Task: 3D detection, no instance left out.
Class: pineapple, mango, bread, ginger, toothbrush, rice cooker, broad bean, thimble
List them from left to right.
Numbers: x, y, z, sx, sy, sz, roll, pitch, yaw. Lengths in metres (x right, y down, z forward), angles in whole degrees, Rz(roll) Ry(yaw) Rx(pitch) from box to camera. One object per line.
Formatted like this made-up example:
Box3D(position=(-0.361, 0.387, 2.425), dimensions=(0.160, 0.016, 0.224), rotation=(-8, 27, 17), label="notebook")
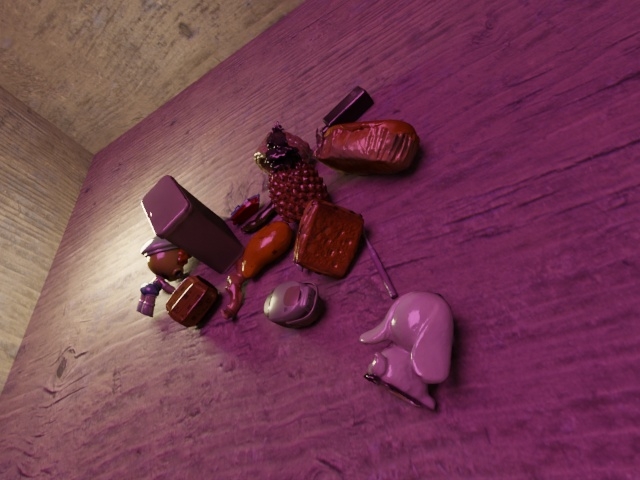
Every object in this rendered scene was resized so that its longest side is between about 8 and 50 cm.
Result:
Box3D(position=(-0.331, 0.183, 1.848), dimensions=(0.089, 0.075, 0.288), rotation=(4, 51, 10), label="ginger")
Box3D(position=(-0.215, 0.027, 1.840), dimensions=(0.262, 0.109, 0.157), rotation=(-45, 37, -2), label="mango")
Box3D(position=(-0.233, -0.104, 2.014), dimensions=(0.254, 0.046, 0.065), rotation=(-39, 42, 11), label="broad bean")
Box3D(position=(-0.157, -0.358, 2.035), dimensions=(0.229, 0.196, 0.148), rotation=(4, 60, 44), label="thimble")
Box3D(position=(-0.116, -0.254, 1.784), dimensions=(0.223, 0.357, 0.223), rotation=(-19, 24, 9), label="pineapple")
Box3D(position=(-0.086, 0.211, 1.575), dimensions=(0.206, 0.127, 0.145), rotation=(-11, 53, 31), label="rice cooker")
Box3D(position=(0.019, -0.005, 1.588), dimensions=(0.099, 0.210, 0.235), rotation=(19, 90, 68), label="bread")
Box3D(position=(0.164, -0.340, 1.739), dimensions=(0.389, 0.236, 0.183), rotation=(10, 82, 36), label="bread")
Box3D(position=(0.171, 0.052, 1.551), dimensions=(0.024, 0.029, 0.354), rotation=(-47, 38, 23), label="toothbrush")

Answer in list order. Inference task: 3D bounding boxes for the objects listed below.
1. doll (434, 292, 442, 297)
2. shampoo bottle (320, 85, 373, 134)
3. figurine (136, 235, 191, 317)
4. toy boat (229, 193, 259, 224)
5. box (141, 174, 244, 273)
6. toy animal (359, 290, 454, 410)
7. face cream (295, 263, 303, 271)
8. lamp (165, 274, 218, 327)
Box3D(position=(0.288, 0.194, 1.338), dimensions=(0.125, 0.027, 0.037), rotation=(-46, 48, 1), label="doll")
Box3D(position=(0.104, -0.536, 2.043), dimensions=(0.246, 0.079, 0.080), rotation=(-42, 39, 5), label="shampoo bottle")
Box3D(position=(-0.702, 0.141, 2.112), dimensions=(0.224, 0.205, 0.381), rotation=(-12, 59, 42), label="figurine")
Box3D(position=(-0.324, -0.138, 2.101), dimensions=(0.173, 0.069, 0.059), rotation=(-40, 49, 15), label="toy boat")
Box3D(position=(-0.526, -0.064, 2.005), dimensions=(0.177, 0.344, 0.352), rotation=(-48, 40, 1), label="box")
Box3D(position=(0.216, 0.268, 1.228), dimensions=(0.249, 0.174, 0.289), rotation=(-8, 55, 36), label="toy animal")
Box3D(position=(0.000, 0.000, 1.685), dimensions=(0.251, 0.101, 0.101), rotation=(-50, 40, -3), label="face cream")
Box3D(position=(-0.500, 0.238, 1.889), dimensions=(0.185, 0.161, 0.161), rotation=(-54, 41, -3), label="lamp")
